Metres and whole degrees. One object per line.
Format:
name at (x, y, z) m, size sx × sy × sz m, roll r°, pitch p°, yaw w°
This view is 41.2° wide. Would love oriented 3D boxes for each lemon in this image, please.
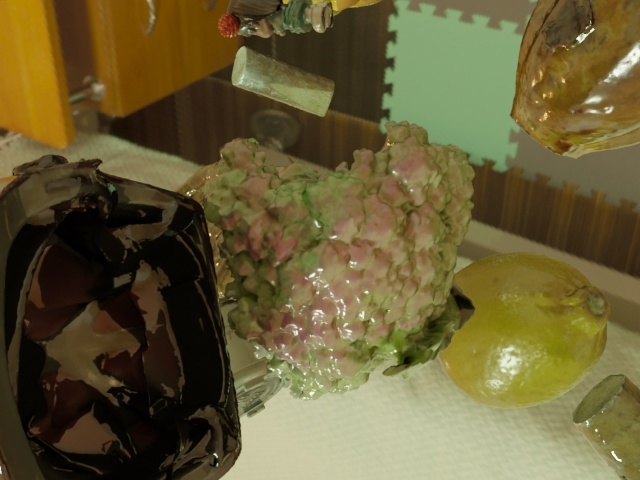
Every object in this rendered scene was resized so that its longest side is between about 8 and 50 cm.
lemon at (0.235, 0.103, 0.997) m, size 0.248 × 0.184 × 0.184 m, roll -21°, pitch 103°, yaw 47°

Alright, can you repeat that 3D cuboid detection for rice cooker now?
rice cooker at (-0.197, 0.232, 1.687) m, size 0.280 × 0.241 × 0.227 m, roll -48°, pitch 64°, yaw 32°

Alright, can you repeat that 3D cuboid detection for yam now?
yam at (0.315, 0.207, 0.823) m, size 0.179 × 0.078 × 0.078 m, roll 46°, pitch 138°, yaw -13°
yam at (-0.061, -0.258, 1.397) m, size 0.169 × 0.068 × 0.068 m, roll 18°, pitch 138°, yaw -16°

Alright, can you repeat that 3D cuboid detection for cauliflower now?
cauliflower at (0.000, 0.000, 0.746) m, size 0.315 × 0.239 × 0.256 m, roll 47°, pitch 141°, yaw 50°

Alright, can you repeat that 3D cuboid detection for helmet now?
helmet at (-0.199, 0.085, 0.611) m, size 0.197 × 0.338 × 0.271 m, roll -10°, pitch 90°, yaw 20°

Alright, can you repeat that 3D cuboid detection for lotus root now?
lotus root at (0.275, -0.174, 0.698) m, size 0.193 × 0.193 × 0.291 m, roll 51°, pitch 130°, yaw 1°

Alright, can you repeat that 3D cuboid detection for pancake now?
pancake at (-0.161, 0.001, 1.101) m, size 0.235 × 0.029 × 0.212 m, roll -38°, pitch 48°, yaw 33°

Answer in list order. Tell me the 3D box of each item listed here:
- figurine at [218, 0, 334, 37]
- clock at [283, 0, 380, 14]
figurine at (-0.043, -0.216, 0.822) m, size 0.106 × 0.060 × 0.047 m, roll 7°, pitch 142°, yaw 16°
clock at (0.026, -0.624, 1.946) m, size 0.244 × 0.317 × 0.200 m, roll 29°, pitch 129°, yaw 30°
